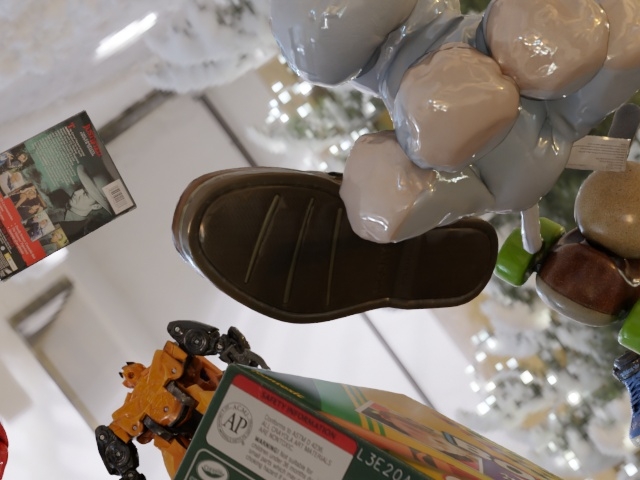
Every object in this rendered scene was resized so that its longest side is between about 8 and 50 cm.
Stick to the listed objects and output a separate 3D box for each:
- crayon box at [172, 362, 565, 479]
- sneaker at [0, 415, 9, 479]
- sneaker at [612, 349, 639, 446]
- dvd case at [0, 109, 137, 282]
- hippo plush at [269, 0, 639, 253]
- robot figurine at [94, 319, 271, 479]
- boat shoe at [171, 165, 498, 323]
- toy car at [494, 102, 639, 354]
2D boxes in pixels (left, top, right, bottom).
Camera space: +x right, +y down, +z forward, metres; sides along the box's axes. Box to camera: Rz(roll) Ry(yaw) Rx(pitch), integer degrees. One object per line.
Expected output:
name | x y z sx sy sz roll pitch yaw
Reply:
crayon box | 0.133 0.207 0.724 0.106 0.362 0.313 -64 156 2
sneaker | -0.343 0.193 1.092 0.107 0.118 0.279 -36 168 -23
sneaker | 0.386 0.182 1.431 0.058 0.085 0.152 -38 -176 38
dvd case | -0.212 -0.035 0.898 0.119 0.087 0.013 -31 -164 -13
hippo plush | 0.100 -0.149 0.866 0.294 0.237 0.234 -1 140 -52
robot figurine | -0.090 0.215 1.181 0.211 0.291 0.085 -54 159 2
boat shoe | 0.000 0.000 0.917 0.104 0.307 0.111 28 -78 47
toy car | 0.272 -0.021 1.051 0.149 0.155 0.188 -18 134 -63
